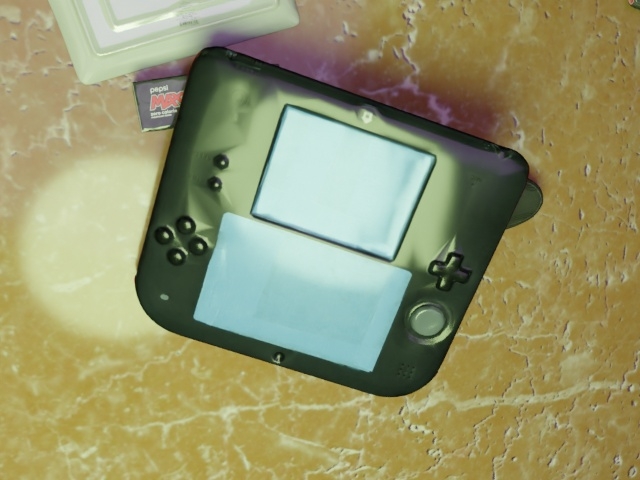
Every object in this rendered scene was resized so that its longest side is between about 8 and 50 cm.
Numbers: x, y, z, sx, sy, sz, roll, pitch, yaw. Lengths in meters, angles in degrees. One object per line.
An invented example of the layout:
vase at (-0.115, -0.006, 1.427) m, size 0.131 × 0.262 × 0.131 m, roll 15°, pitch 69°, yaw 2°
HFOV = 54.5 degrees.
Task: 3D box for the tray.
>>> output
tray at (-0.165, -0.283, 0.704) m, size 0.271 × 0.030 × 0.145 m, roll -20°, pitch 108°, yaw -10°

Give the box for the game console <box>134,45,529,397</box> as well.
game console at (0.000, 0.000, 0.723) m, size 0.387 × 0.060 × 0.341 m, roll 18°, pitch 114°, yaw -6°

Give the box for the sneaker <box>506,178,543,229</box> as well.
sneaker at (0.185, -0.044, 0.818) m, size 0.268 × 0.106 × 0.101 m, roll -3°, pitch 102°, yaw -16°

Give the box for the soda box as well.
soda box at (-0.130, -0.167, 0.727) m, size 0.169 × 0.053 × 0.060 m, roll -11°, pitch 105°, yaw -12°

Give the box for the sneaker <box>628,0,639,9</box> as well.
sneaker at (0.459, -0.372, 0.854) m, size 0.057 × 0.047 × 0.119 m, roll 12°, pitch 98°, yaw -6°
